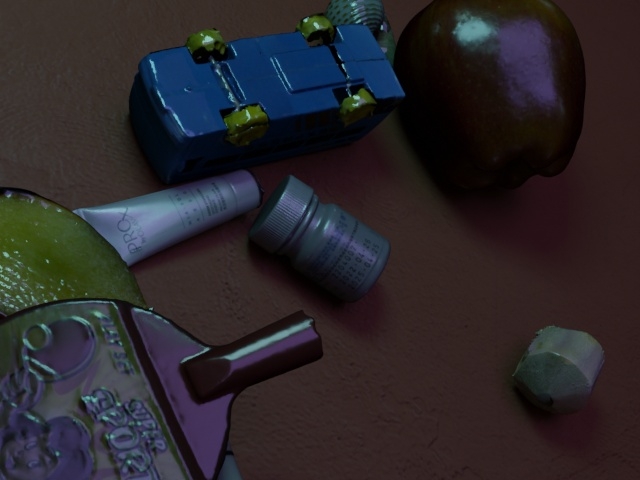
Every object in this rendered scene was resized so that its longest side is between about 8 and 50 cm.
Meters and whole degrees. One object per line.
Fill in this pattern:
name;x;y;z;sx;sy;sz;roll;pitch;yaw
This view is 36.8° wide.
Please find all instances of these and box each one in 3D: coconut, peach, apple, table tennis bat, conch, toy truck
coconut;0.336;0.187;1.367;0.116;0.116;0.122;45;44;-1
peach;-0.308;0.045;1.069;0.279;0.068;0.189;38;41;-5
apple;0.265;-0.240;1.483;0.288;0.288;0.317;-7;79;-36
table tennis bat;-0.187;0.167;0.933;0.414;0.051;0.268;-21;72;-21
conch;0.062;-0.319;1.513;0.135;0.102;0.153;14;76;-47
toy truck;-0.070;-0.190;1.304;0.384;0.162;0.161;-17;73;-38

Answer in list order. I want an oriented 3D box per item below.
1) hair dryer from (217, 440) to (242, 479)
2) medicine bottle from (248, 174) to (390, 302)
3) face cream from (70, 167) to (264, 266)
hair dryer;-0.250;0.268;0.947;0.361;0.128;0.203;-12;70;-29
medicine bottle;0.000;0.000;1.271;0.168;0.105;0.105;34;49;-11
face cream;-0.185;-0.032;1.207;0.243;0.058;0.092;-23;81;-34
